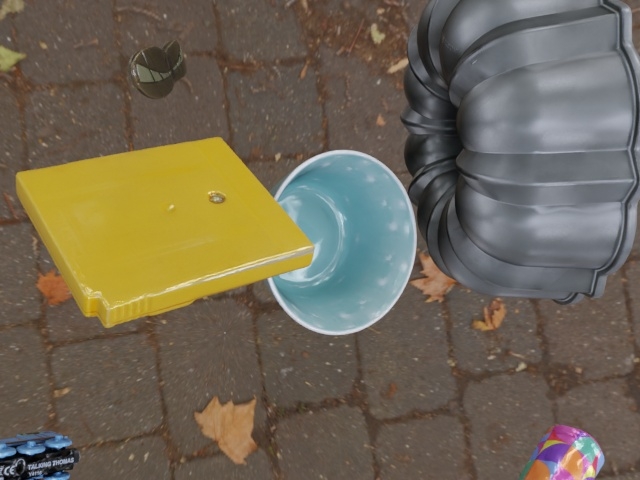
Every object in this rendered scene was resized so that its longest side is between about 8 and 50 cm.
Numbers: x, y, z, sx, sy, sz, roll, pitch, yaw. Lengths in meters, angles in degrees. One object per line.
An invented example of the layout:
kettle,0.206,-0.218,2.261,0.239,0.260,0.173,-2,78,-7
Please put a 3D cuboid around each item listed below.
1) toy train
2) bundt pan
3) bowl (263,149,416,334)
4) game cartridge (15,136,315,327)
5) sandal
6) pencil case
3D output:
toy train,-0.475,0.348,1.144,0.105,0.184,0.080,0,85,37
bundt pan,0.157,-0.097,0.674,0.124,0.331,0.331,-5,84,-7
bowl,0.000,0.000,1.279,0.311,0.163,0.312,-3,95,-32
game cartridge,-0.215,-0.026,1.012,0.323,0.053,0.285,-17,50,-32
sandal,-0.290,-0.299,1.256,0.060,0.219,0.090,-7,116,10
pencil case,0.336,0.388,1.087,0.104,0.104,0.236,45,59,0
